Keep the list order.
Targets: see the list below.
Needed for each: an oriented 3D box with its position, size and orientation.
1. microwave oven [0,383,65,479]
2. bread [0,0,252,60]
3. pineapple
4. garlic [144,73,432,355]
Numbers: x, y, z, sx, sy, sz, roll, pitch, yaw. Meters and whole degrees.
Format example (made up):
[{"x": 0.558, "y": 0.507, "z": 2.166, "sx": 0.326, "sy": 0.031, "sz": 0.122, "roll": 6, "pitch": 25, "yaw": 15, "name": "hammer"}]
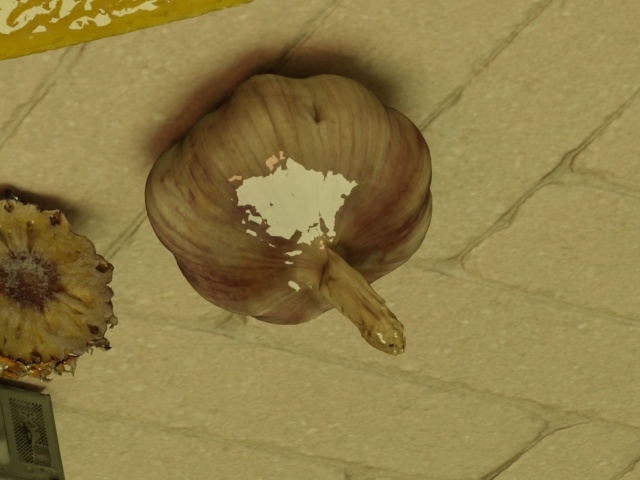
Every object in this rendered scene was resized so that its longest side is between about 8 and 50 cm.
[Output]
[{"x": -0.370, "y": 0.204, "z": 1.899, "sx": 0.208, "sy": 0.122, "sz": 0.162, "roll": 18, "pitch": 133, "yaw": -39, "name": "microwave oven"}, {"x": -0.182, "y": -0.275, "z": 1.185, "sx": 0.333, "sy": 0.143, "sz": 0.323, "roll": -13, "pitch": 124, "yaw": -11, "name": "bread"}, {"x": -0.277, "y": 0.059, "z": 1.714, "sx": 0.176, "sy": 0.161, "sz": 0.137, "roll": 8, "pitch": 150, "yaw": -27, "name": "pineapple"}, {"x": 0.000, "y": 0.000, "z": 1.659, "sx": 0.245, "sy": 0.253, "sz": 0.245, "roll": -18, "pitch": 145, "yaw": -13, "name": "garlic"}]
